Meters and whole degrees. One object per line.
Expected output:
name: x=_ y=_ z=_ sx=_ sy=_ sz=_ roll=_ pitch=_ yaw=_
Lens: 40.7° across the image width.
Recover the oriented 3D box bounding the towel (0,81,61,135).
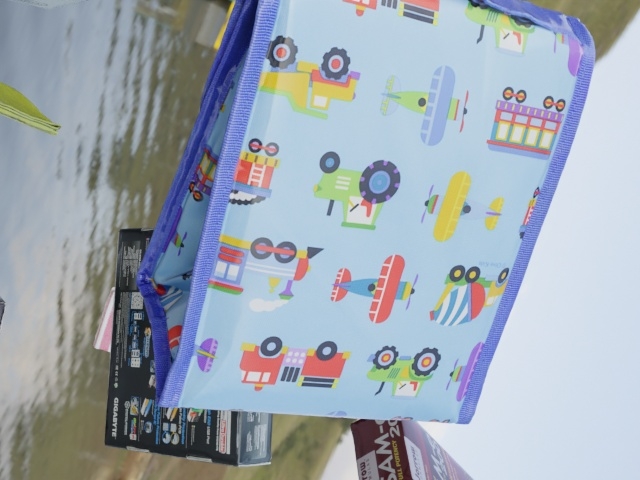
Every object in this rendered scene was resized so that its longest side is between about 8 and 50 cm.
towel: x=-0.414 y=-0.191 z=1.068 sx=0.021 sy=0.102 sz=0.237 roll=-47 pitch=167 yaw=4

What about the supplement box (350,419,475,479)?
supplement box: x=0.135 y=0.312 z=1.019 sx=0.073 sy=0.239 sz=0.130 roll=-34 pitch=-150 yaw=16

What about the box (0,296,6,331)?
box: x=-0.428 y=0.051 z=0.844 sx=0.114 sy=0.207 sz=0.036 roll=26 pitch=-77 yaw=53

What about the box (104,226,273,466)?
box: x=-0.124 y=0.095 z=0.826 sx=0.051 sy=0.175 sz=0.220 roll=12 pitch=78 yaw=-55

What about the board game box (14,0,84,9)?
board game box: x=-0.156 y=-0.221 z=0.502 sx=0.224 sy=0.303 sz=0.098 roll=-5 pitch=94 yaw=-55

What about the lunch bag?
lunch bag: x=0.033 y=-0.039 z=0.533 sx=0.138 sy=0.221 sz=0.293 roll=-116 pitch=-138 yaw=-52

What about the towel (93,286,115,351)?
towel: x=-0.313 y=0.161 z=1.613 sx=0.029 sy=0.197 sz=0.144 roll=-107 pitch=-143 yaw=-55
